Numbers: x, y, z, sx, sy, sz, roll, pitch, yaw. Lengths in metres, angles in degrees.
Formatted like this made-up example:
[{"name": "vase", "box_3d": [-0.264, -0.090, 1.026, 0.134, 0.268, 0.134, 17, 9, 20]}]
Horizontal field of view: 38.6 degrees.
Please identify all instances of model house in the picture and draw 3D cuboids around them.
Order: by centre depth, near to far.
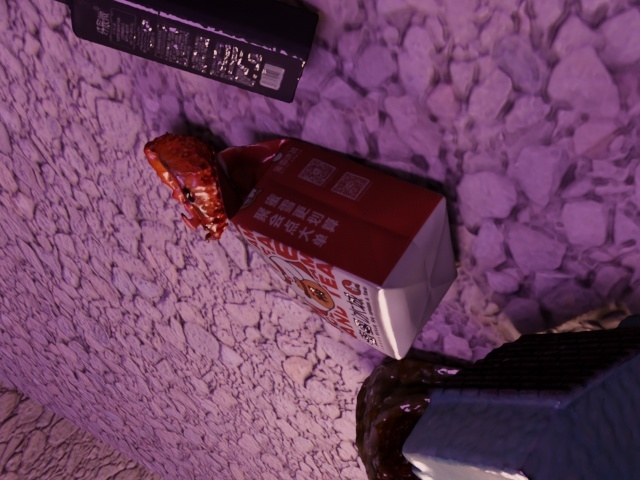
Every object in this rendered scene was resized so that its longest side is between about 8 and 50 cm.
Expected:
[{"name": "model house", "box_3d": [0.272, 0.207, 1.035, 0.230, 0.248, 0.280, 44, 158, -15]}]

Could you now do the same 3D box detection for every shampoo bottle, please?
[{"name": "shampoo bottle", "box_3d": [-0.162, -0.225, 0.911, 0.310, 0.071, 0.098, 16, 156, -7]}]

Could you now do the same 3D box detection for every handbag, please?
[{"name": "handbag", "box_3d": [0.000, 0.000, 1.087, 0.298, 0.151, 0.171, 22, 152, 28]}]

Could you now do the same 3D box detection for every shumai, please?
[{"name": "shumai", "box_3d": [0.145, 0.348, 1.293, 0.330, 0.288, 0.292, 15, 149, 33]}]

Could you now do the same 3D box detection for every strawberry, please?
[{"name": "strawberry", "box_3d": [-0.162, -0.078, 1.219, 0.121, 0.082, 0.188, 42, 166, 29]}]
